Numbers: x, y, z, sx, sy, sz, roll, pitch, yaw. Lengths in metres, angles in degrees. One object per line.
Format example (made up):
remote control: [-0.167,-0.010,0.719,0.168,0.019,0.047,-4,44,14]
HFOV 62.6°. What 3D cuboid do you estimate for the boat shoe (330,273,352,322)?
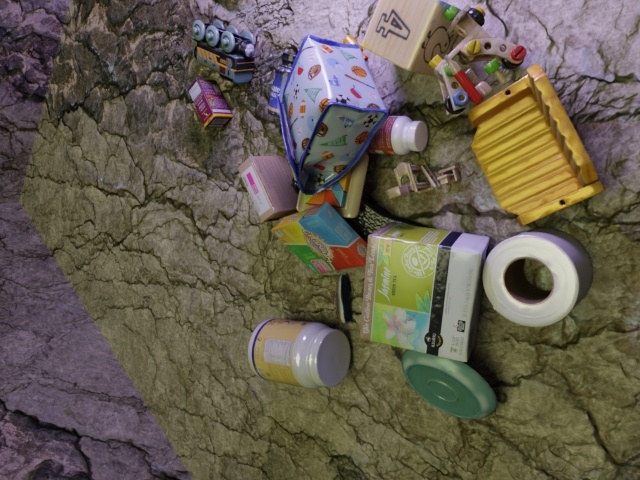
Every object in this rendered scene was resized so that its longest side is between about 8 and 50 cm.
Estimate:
boat shoe: [0.069,0.211,1.919,0.066,0.066,0.183,4,101,39]

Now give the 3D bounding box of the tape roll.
tape roll: [0.586,0.094,1.421,0.246,0.169,0.246,8,102,37]

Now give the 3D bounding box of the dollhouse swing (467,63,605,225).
dollhouse swing: [0.511,-0.225,1.335,0.315,0.305,0.346,-29,81,38]

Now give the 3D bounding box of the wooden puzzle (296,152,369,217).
wooden puzzle: [0.033,-0.191,1.744,0.239,0.044,0.220,8,84,35]

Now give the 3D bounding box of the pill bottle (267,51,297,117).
pill bottle: [-0.110,-0.551,1.883,0.123,0.123,0.219,27,114,32]

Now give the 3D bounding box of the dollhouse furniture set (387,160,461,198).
dollhouse furniture set: [0.305,-0.202,1.579,0.161,0.182,0.101,-18,87,40]

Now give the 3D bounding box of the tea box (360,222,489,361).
tea box: [0.310,0.141,1.571,0.324,0.220,0.328,9,105,23]

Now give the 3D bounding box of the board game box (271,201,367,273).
board game box: [0.000,0.000,1.802,0.242,0.064,0.317,45,152,-18]

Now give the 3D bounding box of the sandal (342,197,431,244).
sandal: [0.186,-0.049,1.770,0.446,0.107,0.167,28,114,18]

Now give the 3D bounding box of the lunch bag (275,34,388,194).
lunch bag: [-0.005,-0.376,1.646,0.385,0.239,0.327,123,142,-48]

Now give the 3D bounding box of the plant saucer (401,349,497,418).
plant saucer: [0.383,0.452,1.624,0.318,0.043,0.317,28,147,20]

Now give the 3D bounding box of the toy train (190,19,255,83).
toy train: [-0.387,-0.744,2.065,0.334,0.142,0.190,31,126,30]

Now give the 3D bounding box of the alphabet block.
alphabet block: [0.270,-0.611,1.528,0.193,0.192,0.197,39,121,29]

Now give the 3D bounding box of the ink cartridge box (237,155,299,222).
ink cartridge box: [-0.174,-0.194,1.955,0.088,0.193,0.234,-32,78,37]

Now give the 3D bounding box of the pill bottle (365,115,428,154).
pill bottle: [0.221,-0.331,1.661,0.216,0.121,0.121,11,105,37]

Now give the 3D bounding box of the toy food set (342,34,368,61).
toy food set: [0.047,-0.558,1.753,0.232,0.111,0.104,-37,72,4]

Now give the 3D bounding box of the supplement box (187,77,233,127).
supplement box: [-0.453,-0.564,2.163,0.081,0.104,0.188,-35,76,38]

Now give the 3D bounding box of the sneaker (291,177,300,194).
sneaker: [-0.051,-0.240,1.887,0.098,0.135,0.275,-29,79,40]

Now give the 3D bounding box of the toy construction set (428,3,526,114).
toy construction set: [0.368,-0.483,1.375,0.257,0.309,0.237,-36,96,28]

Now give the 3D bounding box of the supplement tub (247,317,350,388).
supplement tub: [-0.080,0.420,1.964,0.332,0.241,0.240,-2,97,38]
